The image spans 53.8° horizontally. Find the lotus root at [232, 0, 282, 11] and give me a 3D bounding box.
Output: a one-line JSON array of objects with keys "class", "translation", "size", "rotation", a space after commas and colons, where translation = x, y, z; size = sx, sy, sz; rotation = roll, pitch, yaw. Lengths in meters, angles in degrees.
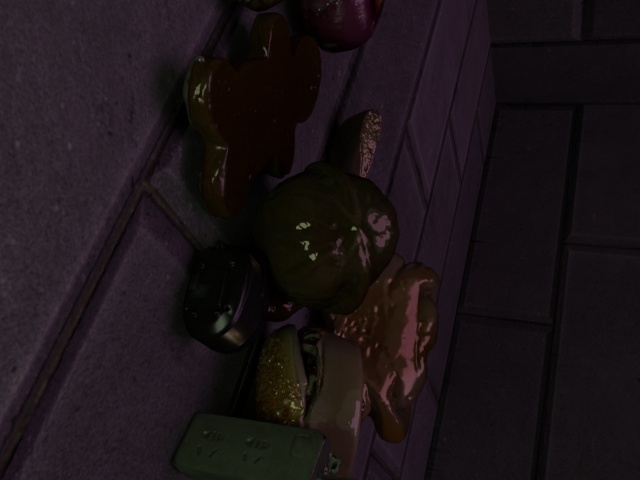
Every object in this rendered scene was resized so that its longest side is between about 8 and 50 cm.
[{"class": "lotus root", "translation": [-0.093, -0.403, 0.974], "size": [0.081, 0.089, 0.179], "rotation": [-64, 178, 33]}]

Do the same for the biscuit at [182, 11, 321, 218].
[{"class": "biscuit", "translation": [-0.098, -0.222, 1.033], "size": [0.432, 0.064, 0.283], "rotation": [-59, 153, -50]}]

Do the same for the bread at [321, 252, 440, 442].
[{"class": "bread", "translation": [0.134, 0.226, 1.447], "size": [0.329, 0.245, 0.424], "rotation": [52, 51, -58]}]

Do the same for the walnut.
[{"class": "walnut", "translation": [0.000, 0.000, 1.052], "size": [0.227, 0.283, 0.283], "rotation": [-10, 108, -24]}]

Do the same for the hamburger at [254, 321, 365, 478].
[{"class": "hamburger", "translation": [-0.030, 0.288, 1.088], "size": [0.302, 0.170, 0.302], "rotation": [-172, -90, -82]}]

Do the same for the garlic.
[{"class": "garlic", "translation": [0.069, -0.191, 1.388], "size": [0.086, 0.101, 0.196], "rotation": [22, 79, -34]}]

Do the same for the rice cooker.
[{"class": "rice cooker", "translation": [-0.139, 0.083, 0.940], "size": [0.106, 0.112, 0.166], "rotation": [40, 51, -56]}]

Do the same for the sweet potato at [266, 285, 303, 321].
[{"class": "sweet potato", "translation": [-0.084, 0.116, 1.137], "size": [0.269, 0.074, 0.075], "rotation": [-33, 125, -50]}]

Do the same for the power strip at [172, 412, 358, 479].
[{"class": "power strip", "translation": [-0.077, 0.315, 0.908], "size": [0.053, 0.287, 0.093], "rotation": [65, 37, -38]}]

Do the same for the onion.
[{"class": "onion", "translation": [0.041, -0.449, 1.193], "size": [0.207, 0.200, 0.201], "rotation": [-110, -169, -62]}]
